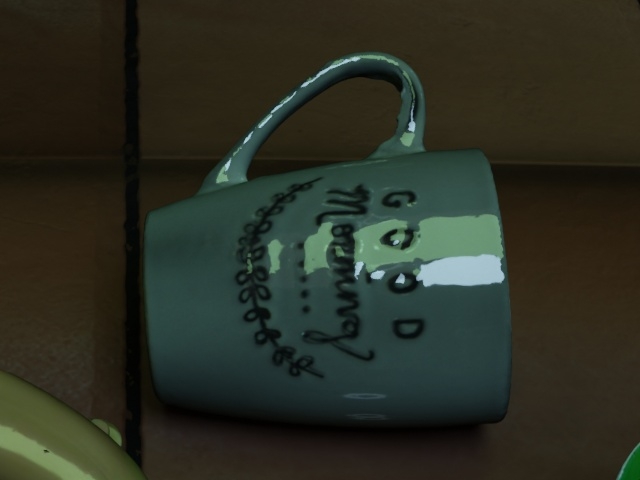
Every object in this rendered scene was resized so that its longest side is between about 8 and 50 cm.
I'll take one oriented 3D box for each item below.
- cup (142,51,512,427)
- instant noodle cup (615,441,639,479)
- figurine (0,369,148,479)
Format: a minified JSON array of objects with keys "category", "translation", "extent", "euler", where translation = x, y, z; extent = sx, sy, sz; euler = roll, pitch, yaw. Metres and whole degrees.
[{"category":"cup","translation":[0.000,0.000,1.048],"extent":[0.234,0.186,0.258],"euler":[-2,81,-2]},{"category":"instant noodle cup","translation":[0.227,0.236,0.819],"extent":[0.207,0.232,0.207],"euler":[5,42,-4]},{"category":"figurine","translation":[-0.243,0.156,0.919],"extent":[0.325,0.124,0.222],"euler":[24,45,11]}]
